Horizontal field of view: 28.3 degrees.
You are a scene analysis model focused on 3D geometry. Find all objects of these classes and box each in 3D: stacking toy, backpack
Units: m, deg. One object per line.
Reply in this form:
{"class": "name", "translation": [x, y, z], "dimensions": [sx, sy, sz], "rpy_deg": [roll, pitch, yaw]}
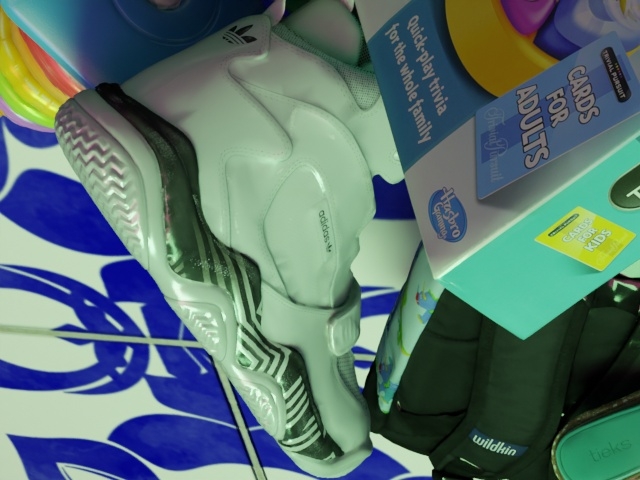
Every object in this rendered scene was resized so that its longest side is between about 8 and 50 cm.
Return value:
{"class": "stacking toy", "translation": [-0.196, -0.140, 0.942], "dimensions": [0.165, 0.175, 0.301], "rpy_deg": [42, 145, -24]}
{"class": "backpack", "translation": [0.189, 0.028, 0.900], "dimensions": [0.290, 0.273, 0.355], "rpy_deg": [14, 158, 8]}

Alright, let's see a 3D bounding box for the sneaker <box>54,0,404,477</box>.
{"class": "sneaker", "translation": [0.000, 0.000, 0.844], "dimensions": [0.210, 0.137, 0.366], "rpy_deg": [-36, 129, -6]}

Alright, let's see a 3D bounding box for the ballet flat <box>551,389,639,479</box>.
{"class": "ballet flat", "translation": [0.244, 0.107, 0.790], "dimensions": [0.206, 0.073, 0.067], "rpy_deg": [-21, 165, 23]}

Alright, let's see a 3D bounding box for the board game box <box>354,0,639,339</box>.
{"class": "board game box", "translation": [0.177, -0.148, 0.623], "dimensions": [0.336, 0.254, 0.079], "rpy_deg": [-38, 131, 25]}

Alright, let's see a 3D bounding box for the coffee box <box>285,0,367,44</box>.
{"class": "coffee box", "translation": [0.038, -0.167, 0.834], "dimensions": [0.113, 0.040, 0.184], "rpy_deg": [-11, 155, 29]}
